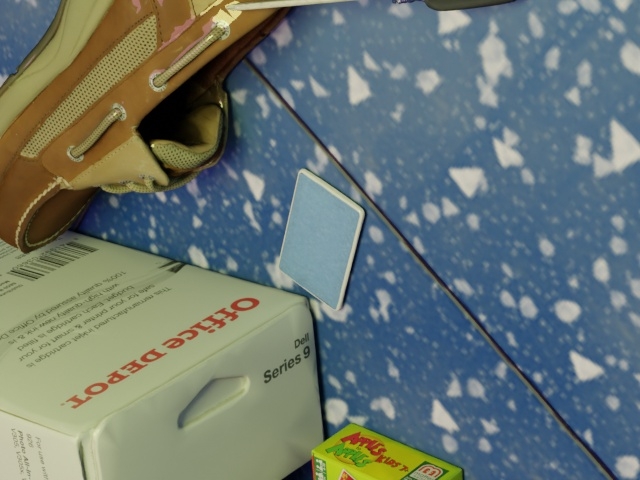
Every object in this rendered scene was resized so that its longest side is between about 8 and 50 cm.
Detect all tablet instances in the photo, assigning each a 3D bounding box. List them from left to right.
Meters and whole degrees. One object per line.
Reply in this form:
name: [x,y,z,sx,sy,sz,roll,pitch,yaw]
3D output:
tablet: [0.000,0.000,1.146,0.054,0.006,0.083,35,133,26]

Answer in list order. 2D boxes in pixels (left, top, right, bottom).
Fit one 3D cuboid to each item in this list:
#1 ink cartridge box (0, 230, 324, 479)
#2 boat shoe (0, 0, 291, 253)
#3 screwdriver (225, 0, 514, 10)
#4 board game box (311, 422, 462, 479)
ink cartridge box: [-0.172,0.099,1.217,0.289,0.211,0.121,15,122,39]
boat shoe: [-0.120,-0.083,1.133,0.120,0.122,0.324,46,137,7]
screwdriver: [0.025,-0.130,0.987,0.170,0.025,0.024,-5,134,19]
board game box: [0.047,0.218,1.199,0.092,0.043,0.181,20,125,37]
